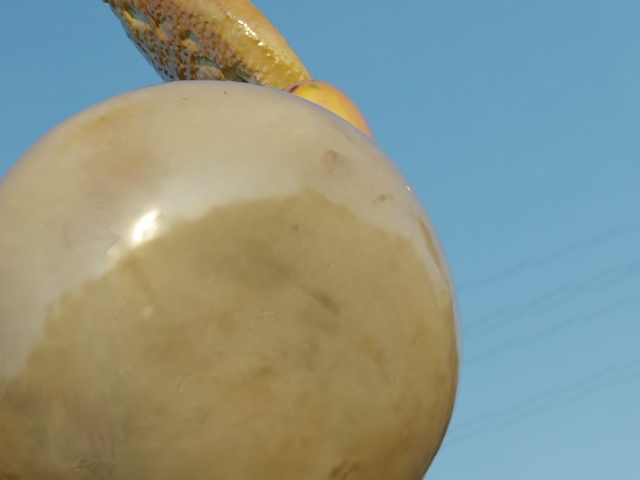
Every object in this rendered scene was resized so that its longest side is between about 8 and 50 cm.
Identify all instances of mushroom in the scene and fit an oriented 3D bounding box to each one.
[{"bbox_3d":[-0.085,0.069,1.230,0.362,0.362,0.294,-13,5,-22],"label":"mushroom"}]

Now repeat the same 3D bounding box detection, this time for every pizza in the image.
[{"bbox_3d":[-0.127,-0.222,2.039,0.074,0.365,0.182,-37,-35,-31],"label":"pizza"}]

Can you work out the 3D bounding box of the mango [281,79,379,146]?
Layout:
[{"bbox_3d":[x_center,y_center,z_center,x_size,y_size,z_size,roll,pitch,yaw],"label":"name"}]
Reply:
[{"bbox_3d":[0.000,0.000,1.466,0.160,0.191,0.290,-4,-48,3],"label":"mango"}]
